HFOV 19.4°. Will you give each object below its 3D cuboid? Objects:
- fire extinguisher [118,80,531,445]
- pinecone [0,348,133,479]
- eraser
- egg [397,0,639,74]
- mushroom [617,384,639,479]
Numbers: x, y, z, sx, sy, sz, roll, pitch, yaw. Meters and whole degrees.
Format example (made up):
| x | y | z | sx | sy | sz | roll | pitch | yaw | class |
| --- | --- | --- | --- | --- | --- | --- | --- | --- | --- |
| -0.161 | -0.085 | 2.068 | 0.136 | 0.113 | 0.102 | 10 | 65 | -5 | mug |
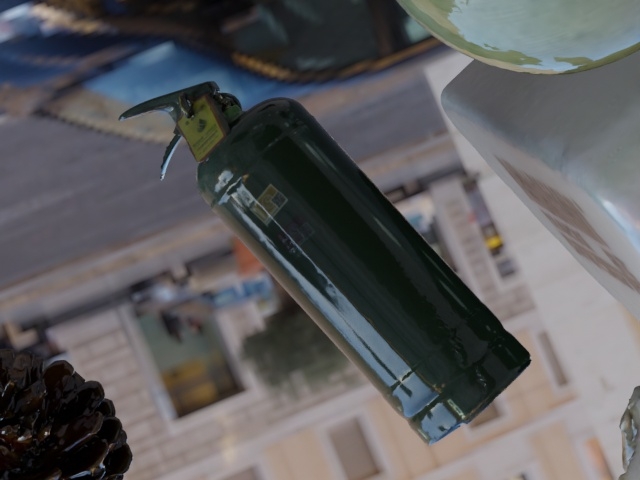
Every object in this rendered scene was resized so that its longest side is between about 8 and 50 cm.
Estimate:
| x | y | z | sx | sy | sz | roll | pitch | yaw | class |
| --- | --- | --- | --- | --- | --- | --- | --- | --- | --- |
| 0.000 | 0.000 | 1.269 | 0.114 | 0.311 | 0.095 | -42 | 177 | 16 | fire extinguisher |
| -0.190 | 0.132 | 1.162 | 0.140 | 0.121 | 0.140 | -8 | -139 | 7 | pinecone |
| 0.240 | -0.050 | 1.334 | 0.150 | 0.331 | 0.331 | -42 | 179 | -4 | eraser |
| 0.118 | -0.237 | 1.016 | 0.218 | 0.295 | 0.218 | -9 | -173 | 1 | egg |
| 0.255 | 0.221 | 1.477 | 0.072 | 0.210 | 0.094 | 16 | 179 | 17 | mushroom |
